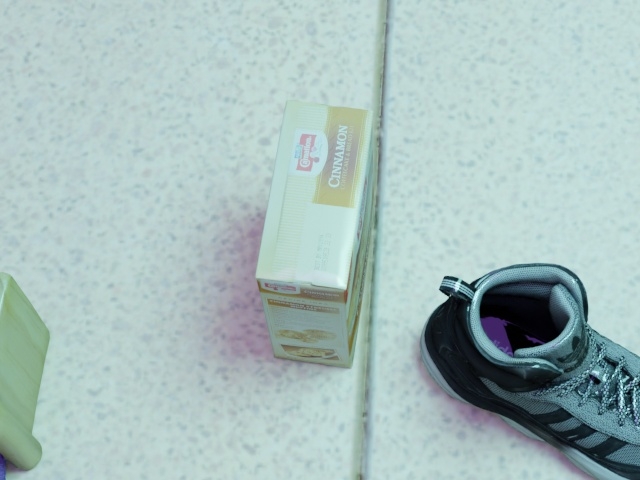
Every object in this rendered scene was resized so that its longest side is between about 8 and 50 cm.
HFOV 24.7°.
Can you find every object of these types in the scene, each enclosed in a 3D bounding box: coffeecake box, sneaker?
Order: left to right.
[{"bbox_3d":[0.000,0.000,1.114,0.068,0.185,0.142,7,69,6],"label":"coffeecake box"},{"bbox_3d":[0.199,0.103,1.081,0.269,0.153,0.101,23,71,11],"label":"sneaker"}]

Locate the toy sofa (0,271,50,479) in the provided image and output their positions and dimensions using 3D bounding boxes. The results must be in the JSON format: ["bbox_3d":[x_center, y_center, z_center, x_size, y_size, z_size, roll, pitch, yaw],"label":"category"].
[{"bbox_3d":[-0.400,0.113,1.106,0.363,0.150,0.177,5,67,5],"label":"toy sofa"}]
